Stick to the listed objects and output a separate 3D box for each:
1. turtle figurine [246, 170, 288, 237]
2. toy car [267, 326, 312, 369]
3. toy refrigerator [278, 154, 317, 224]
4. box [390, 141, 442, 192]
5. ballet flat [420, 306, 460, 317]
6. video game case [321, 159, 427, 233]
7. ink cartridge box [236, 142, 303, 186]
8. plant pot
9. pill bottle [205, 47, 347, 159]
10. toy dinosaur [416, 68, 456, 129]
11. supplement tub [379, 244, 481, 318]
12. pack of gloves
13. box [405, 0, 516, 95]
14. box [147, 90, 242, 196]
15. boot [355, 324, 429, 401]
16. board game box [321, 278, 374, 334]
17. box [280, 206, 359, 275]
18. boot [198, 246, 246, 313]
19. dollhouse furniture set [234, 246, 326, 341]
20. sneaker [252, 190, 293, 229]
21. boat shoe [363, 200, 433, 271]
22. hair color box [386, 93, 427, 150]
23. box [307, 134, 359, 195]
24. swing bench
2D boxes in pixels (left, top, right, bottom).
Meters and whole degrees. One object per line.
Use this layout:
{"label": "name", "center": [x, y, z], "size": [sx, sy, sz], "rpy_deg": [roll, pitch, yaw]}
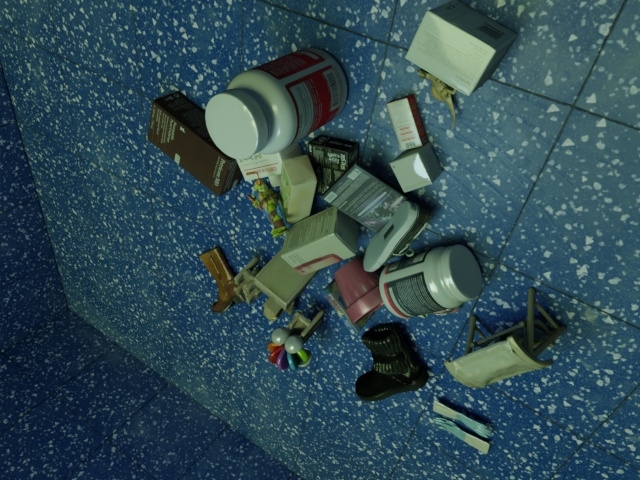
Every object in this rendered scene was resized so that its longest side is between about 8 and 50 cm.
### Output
{"label": "turtle figurine", "center": [-0.179, -0.122, 1.715], "size": [0.217, 0.087, 0.269], "rpy_deg": [65, 163, 9]}
{"label": "toy car", "center": [-0.131, 0.437, 1.942], "size": [0.182, 0.136, 0.159], "rpy_deg": [22, 149, 38]}
{"label": "toy refrigerator", "center": [-0.084, -0.161, 1.657], "size": [0.269, 0.094, 0.102], "rpy_deg": [108, 145, -65]}
{"label": "box", "center": [0.277, -0.210, 1.436], "size": [0.101, 0.087, 0.102], "rpy_deg": [-15, 109, 43]}
{"label": "ballet flat", "center": [0.370, 0.227, 1.692], "size": [0.221, 0.077, 0.079], "rpy_deg": [-8, 135, 40]}
{"label": "video game case", "center": [0.165, -0.118, 1.557], "size": [0.274, 0.026, 0.196], "rpy_deg": [30, 139, -17]}
{"label": "ink cartridge box", "center": [-0.193, -0.329, 1.693], "size": [0.207, 0.119, 0.353], "rpy_deg": [-5, 116, 39]}
{"label": "plant pot", "center": [0.147, 0.160, 1.738], "size": [0.180, 0.201, 0.201], "rpy_deg": [56, 138, 14]}
{"label": "pill bottle", "center": [-0.116, -0.380, 1.390], "size": [0.229, 0.407, 0.229], "rpy_deg": [20, 129, 26]}
{"label": "toy dinosaur", "center": [0.329, -0.393, 1.308], "size": [0.183, 0.053, 0.092], "rpy_deg": [56, 152, 2]}
{"label": "supplement tub", "center": [0.337, 0.129, 1.553], "size": [0.272, 0.191, 0.191], "rpy_deg": [-23, 104, 45]}
{"label": "pack of gloves", "center": [0.547, 0.703, 1.917], "size": [0.232, 0.046, 0.195], "rpy_deg": [22, 142, 28]}
{"label": "box", "center": [0.328, -0.452, 1.160], "size": [0.182, 0.181, 0.119], "rpy_deg": [36, 134, 12]}
{"label": "box", "center": [-0.459, -0.362, 1.865], "size": [0.381, 0.143, 0.191], "rpy_deg": [37, 135, 9]}
{"label": "boot", "center": [0.218, 0.467, 1.922], "size": [0.348, 0.131, 0.260], "rpy_deg": [-29, 107, 35]}
{"label": "board game box", "center": [0.105, 0.227, 1.842], "size": [0.035, 0.136, 0.201], "rpy_deg": [-28, 101, 46]}
{"label": "box", "center": [0.000, 0.000, 1.701], "size": [0.232, 0.148, 0.127], "rpy_deg": [-22, 128, 31]}
{"label": "boot", "center": [-0.481, 0.188, 2.297], "size": [0.264, 0.096, 0.280], "rpy_deg": [-27, 100, 46]}
{"label": "dollhouse furniture set", "center": [-0.123, 0.174, 1.975], "size": [0.362, 0.256, 0.394], "rpy_deg": [38, 156, 11]}
{"label": "sneaker", "center": [-0.166, -0.118, 1.858], "size": [0.209, 0.069, 0.082], "rpy_deg": [48, 133, 0]}
{"label": "boat shoe", "center": [0.241, 0.000, 1.569], "size": [0.105, 0.113, 0.306], "rpy_deg": [16, 129, -20]}
{"label": "hair color box", "center": [0.244, -0.332, 1.408], "size": [0.072, 0.043, 0.141], "rpy_deg": [-5, 115, 40]}
{"label": "box", "center": [0.042, -0.232, 1.609], "size": [0.147, 0.077, 0.180], "rpy_deg": [18, 130, 27]}
{"label": "swing bench", "center": [0.546, 0.313, 1.475], "size": [0.165, 0.254, 0.253], "rpy_deg": [49, 136, -2]}
